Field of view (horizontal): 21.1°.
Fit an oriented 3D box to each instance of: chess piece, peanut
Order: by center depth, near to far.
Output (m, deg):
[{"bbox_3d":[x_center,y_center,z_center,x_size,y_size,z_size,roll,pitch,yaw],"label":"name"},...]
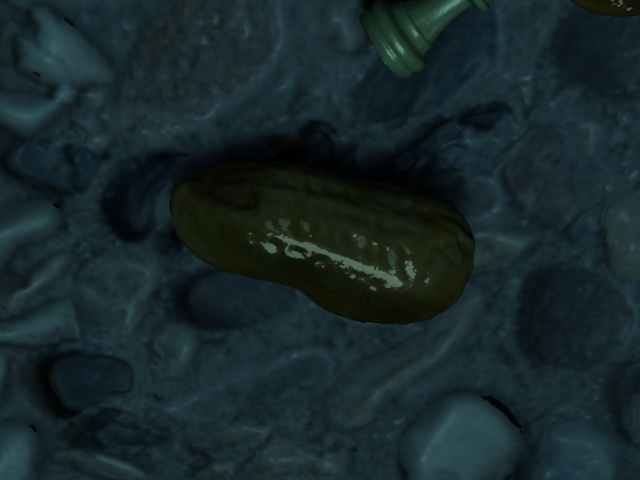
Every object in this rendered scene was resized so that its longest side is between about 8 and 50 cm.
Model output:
[{"bbox_3d":[0.103,-0.174,1.209,0.149,0.059,0.059,-31,124,15],"label":"chess piece"},{"bbox_3d":[0.000,0.000,1.307,0.236,0.120,0.110,12,91,-6],"label":"peanut"}]

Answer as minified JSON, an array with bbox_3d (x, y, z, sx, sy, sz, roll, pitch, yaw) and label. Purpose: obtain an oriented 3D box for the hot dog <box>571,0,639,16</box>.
[{"bbox_3d":[0.232,-0.204,1.193,0.140,0.060,0.090,-22,131,21],"label":"hot dog"}]
